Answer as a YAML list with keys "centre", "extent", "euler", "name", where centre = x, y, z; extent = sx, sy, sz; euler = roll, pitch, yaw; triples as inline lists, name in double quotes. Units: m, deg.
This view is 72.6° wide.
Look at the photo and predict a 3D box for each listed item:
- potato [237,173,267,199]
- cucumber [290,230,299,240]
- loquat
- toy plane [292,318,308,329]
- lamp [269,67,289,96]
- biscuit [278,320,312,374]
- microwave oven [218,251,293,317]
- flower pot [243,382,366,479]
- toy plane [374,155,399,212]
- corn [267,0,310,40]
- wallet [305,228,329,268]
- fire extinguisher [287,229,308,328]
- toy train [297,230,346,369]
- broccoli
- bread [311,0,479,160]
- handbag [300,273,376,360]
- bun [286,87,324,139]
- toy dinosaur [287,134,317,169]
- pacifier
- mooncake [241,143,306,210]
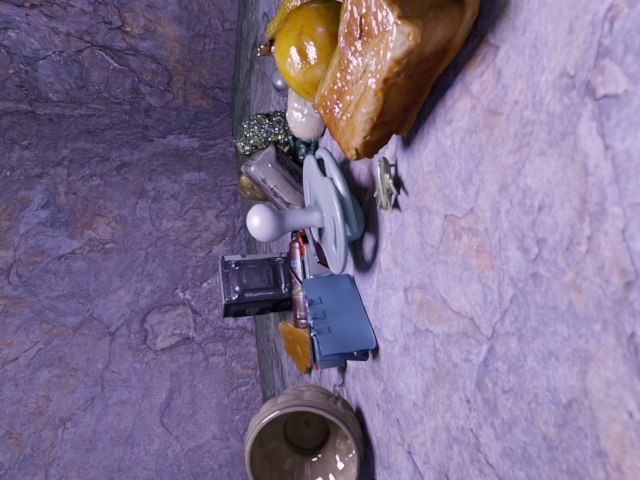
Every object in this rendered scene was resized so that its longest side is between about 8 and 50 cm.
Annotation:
- centre: [-0.252, -0.237, 1.859]
  extent: [0.296, 0.191, 0.141]
  euler: [-159, 78, -72]
  name: "potato"
- centre: [-0.077, 0.037, 1.571]
  extent: [0.053, 0.053, 0.182]
  euler: [118, 147, -61]
  name: "cucumber"
- centre: [-0.008, -0.392, 0.903]
  extent: [0.213, 0.246, 0.213]
  euler: [-178, 90, -85]
  name: "loquat"
- centre: [-0.063, 0.283, 1.581]
  extent: [0.062, 0.054, 0.167]
  euler: [33, 129, 39]
  name: "toy plane"
- centre: [-0.128, -0.554, 1.521]
  extent: [0.105, 0.105, 0.105]
  euler: [177, 90, -74]
  name: "lamp"
- centre: [-0.069, 0.370, 1.555]
  extent: [0.238, 0.041, 0.212]
  euler: [-40, 72, 54]
  name: "biscuit"
- centre: [-0.255, 0.174, 1.760]
  extent: [0.181, 0.295, 0.238]
  euler: [115, 148, -57]
  name: "microwave oven"
- centre: [-0.037, 0.516, 1.145]
  extent: [0.244, 0.307, 0.308]
  euler: [-77, -15, -86]
  name: "flower pot"
- centre: [0.129, -0.108, 0.853]
  extent: [0.102, 0.040, 0.111]
  euler: [-159, 68, -70]
  name: "toy plane"
- centre: [-0.096, -0.709, 1.395]
  extent: [0.313, 0.102, 0.102]
  euler: [-165, 72, -69]
  name: "corn"
- centre: [0.000, 0.000, 1.232]
  extent: [0.020, 0.103, 0.196]
  euler: [-41, 47, 25]
  name: "wallet"
- centre: [-0.043, 0.104, 1.384]
  extent: [0.141, 0.105, 0.341]
  euler: [-6, 88, 53]
  name: "fire extinguisher"
- centre: [0.000, 0.161, 1.261]
  extent: [0.089, 0.086, 0.410]
  euler: [138, 127, -69]
  name: "toy train"
- centre: [-0.193, -0.381, 1.702]
  extent: [0.245, 0.248, 0.288]
  euler: [52, -179, -45]
  name: "broccoli"
- centre: [0.104, -0.288, 0.696]
  extent: [0.195, 0.148, 0.344]
  euler: [62, 160, 13]
  name: "bread"
- centre: [0.037, 0.180, 1.042]
  extent: [0.057, 0.144, 0.221]
  euler: [112, 152, -43]
  name: "handbag"
- centre: [-0.050, -0.391, 1.280]
  extent: [0.164, 0.111, 0.188]
  euler: [-139, 45, -72]
  name: "bun"
- centre: [-0.046, -0.285, 1.351]
  extent: [0.292, 0.079, 0.120]
  euler: [-173, 74, -76]
  name: "toy dinosaur"
- centre: [-0.043, -0.071, 1.040]
  extent: [0.343, 0.269, 0.288]
  euler: [-125, 27, -56]
  name: "pacifier"
- centre: [-0.121, -0.188, 1.392]
  extent: [0.136, 0.250, 0.254]
  euler: [-49, 19, -6]
  name: "mooncake"
